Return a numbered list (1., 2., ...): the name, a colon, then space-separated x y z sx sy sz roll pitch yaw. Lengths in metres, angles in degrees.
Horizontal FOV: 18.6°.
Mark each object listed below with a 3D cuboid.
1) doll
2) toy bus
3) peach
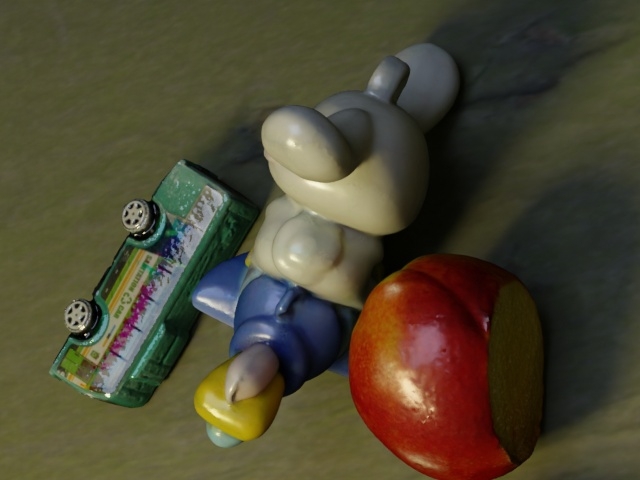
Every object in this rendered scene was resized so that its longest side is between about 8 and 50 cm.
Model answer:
1. doll: -0.007 -0.004 1.786 0.187 0.376 0.365 32 112 30
2. toy bus: -0.170 0.047 1.979 0.109 0.091 0.261 31 94 29
3. peach: 0.123 0.111 1.708 0.192 0.190 0.190 37 95 23
